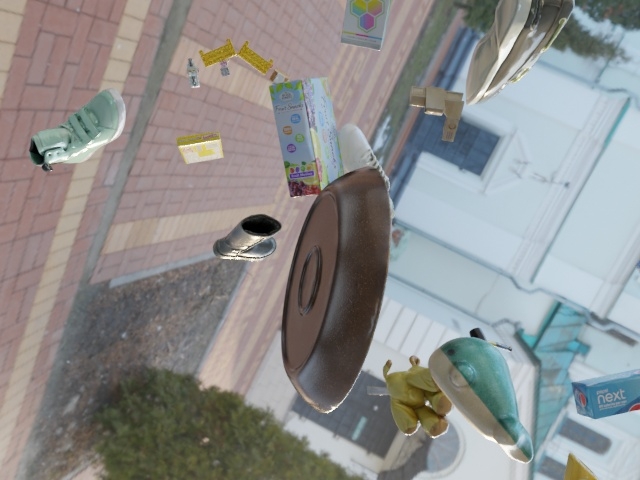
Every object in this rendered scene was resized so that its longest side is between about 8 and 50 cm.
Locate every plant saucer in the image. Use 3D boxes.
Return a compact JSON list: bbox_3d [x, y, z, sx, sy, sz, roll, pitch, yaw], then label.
[{"bbox_3d":[0.005,0.054,0.723,0.310,0.050,0.310,-168,-90,-76],"label":"plant saucer"}]

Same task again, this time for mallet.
[{"bbox_3d":[0.497,0.304,1.651,0.039,0.190,0.062,-40,-140,31],"label":"mallet"}]

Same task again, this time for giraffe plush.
[{"bbox_3d":[0.247,0.369,1.426,0.171,0.210,0.181,-4,105,-57],"label":"giraffe plush"}]

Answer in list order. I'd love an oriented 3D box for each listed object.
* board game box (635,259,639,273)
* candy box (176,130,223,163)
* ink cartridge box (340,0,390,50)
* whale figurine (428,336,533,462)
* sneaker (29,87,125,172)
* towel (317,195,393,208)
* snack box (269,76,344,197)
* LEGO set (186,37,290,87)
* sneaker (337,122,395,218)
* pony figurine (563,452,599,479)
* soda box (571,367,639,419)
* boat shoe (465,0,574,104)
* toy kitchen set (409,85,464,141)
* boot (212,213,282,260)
[{"bbox_3d":[0.510,0.027,0.754,0.211,0.160,0.039,-43,-167,-24],"label":"board game box"},{"bbox_3d":[-0.308,-0.238,1.492,0.206,0.105,0.027,152,-71,-81],"label":"candy box"},{"bbox_3d":[0.124,-0.607,1.479,0.062,0.109,0.209,-68,169,-59],"label":"ink cartridge box"},{"bbox_3d":[0.329,0.296,1.124,0.141,0.216,0.272,-39,-148,1],"label":"whale figurine"},{"bbox_3d":[-0.547,-0.240,1.284,0.256,0.094,0.151,-34,179,34],"label":"sneaker"},{"bbox_3d":[0.081,-0.055,1.491,0.325,0.038,0.247,30,80,-53],"label":"towel"},{"bbox_3d":[-0.021,-0.202,1.103,0.174,0.070,0.207,-45,128,-67],"label":"snack box"},{"bbox_3d":[-0.232,-0.498,1.627,0.107,0.287,0.132,-122,-149,-72],"label":"LEGO set"},{"bbox_3d":[0.102,-0.148,1.252,0.090,0.095,0.235,-41,128,-26],"label":"sneaker"},{"bbox_3d":[0.319,0.523,0.735,0.363,0.351,0.303,-49,154,6],"label":"pony figurine"},{"bbox_3d":[0.656,0.323,1.235,0.067,0.210,0.071,142,-61,-81],"label":"soda box"},{"bbox_3d":[0.320,-0.315,0.975,0.305,0.091,0.109,100,-7,-76],"label":"boat shoe"},{"bbox_3d":[0.180,-0.194,0.919,0.068,0.083,0.075,-78,176,-48],"label":"toy kitchen set"},{"bbox_3d":[-0.150,-0.011,1.399,0.190,0.076,0.208,-9,163,-36],"label":"boot"}]
